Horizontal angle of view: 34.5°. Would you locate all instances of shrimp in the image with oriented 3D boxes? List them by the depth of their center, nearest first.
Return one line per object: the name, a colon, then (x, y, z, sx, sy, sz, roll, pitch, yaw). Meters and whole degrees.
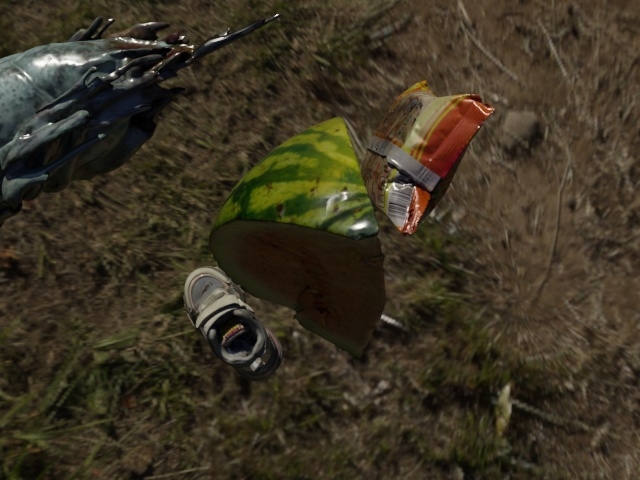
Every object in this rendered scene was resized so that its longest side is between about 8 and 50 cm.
shrimp: (-0.124, -0.061, 0.508, 0.233, 0.090, 0.079, -23, 126, 11)

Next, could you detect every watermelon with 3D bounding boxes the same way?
watermelon: (-0.028, -0.002, 0.859, 0.128, 0.303, 0.159, -14, 69, -7)

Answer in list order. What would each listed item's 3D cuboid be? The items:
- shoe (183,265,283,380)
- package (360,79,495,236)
shoe: (-0.128, 0.115, 1.399, 0.089, 0.092, 0.180, -38, 84, 1)
package: (0.128, -0.127, 1.463, 0.108, 0.288, 0.223, 28, 93, -19)
